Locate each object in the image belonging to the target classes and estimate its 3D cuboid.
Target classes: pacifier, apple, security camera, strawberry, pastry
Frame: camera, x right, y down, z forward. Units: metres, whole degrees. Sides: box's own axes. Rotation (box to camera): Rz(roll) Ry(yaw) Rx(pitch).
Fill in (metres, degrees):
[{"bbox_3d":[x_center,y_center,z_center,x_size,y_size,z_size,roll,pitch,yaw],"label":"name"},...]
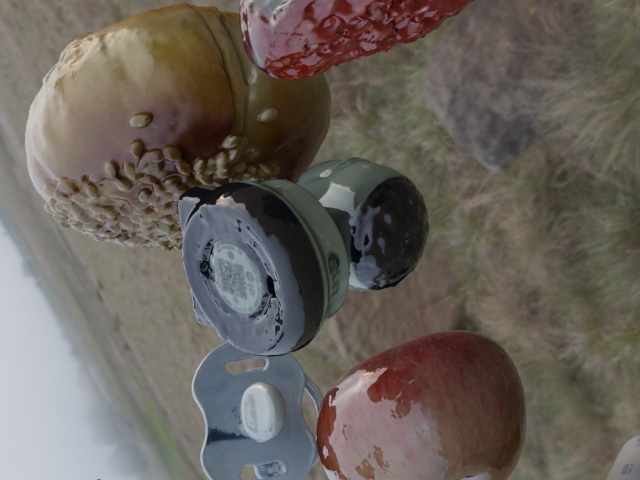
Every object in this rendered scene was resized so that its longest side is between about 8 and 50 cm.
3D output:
[{"bbox_3d":[-0.091,0.283,1.573,0.207,0.228,0.278,111,150,-68],"label":"pacifier"},{"bbox_3d":[0.168,0.306,1.516,0.345,0.345,0.269,100,152,-67],"label":"apple"},{"bbox_3d":[0.000,0.000,1.097,0.191,0.277,0.197,12,117,41],"label":"security camera"},{"bbox_3d":[0.041,-0.323,0.916,0.292,0.310,0.291,161,90,-77],"label":"strawberry"},{"bbox_3d":[-0.181,-0.130,1.255,0.409,0.410,0.245,104,151,-68],"label":"pastry"}]

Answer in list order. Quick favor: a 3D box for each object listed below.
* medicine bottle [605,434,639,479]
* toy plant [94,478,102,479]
[{"bbox_3d":[0.475,0.435,1.451,0.130,0.341,0.130,13,117,27],"label":"medicine bottle"},{"bbox_3d":[-0.392,0.652,1.737,0.400,0.279,0.185,63,-160,7],"label":"toy plant"}]
